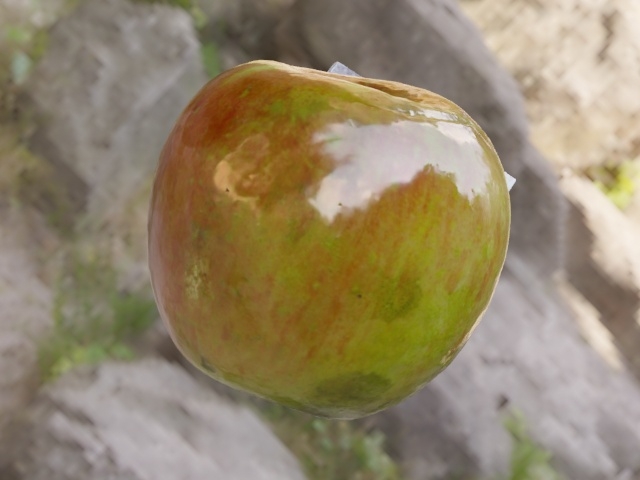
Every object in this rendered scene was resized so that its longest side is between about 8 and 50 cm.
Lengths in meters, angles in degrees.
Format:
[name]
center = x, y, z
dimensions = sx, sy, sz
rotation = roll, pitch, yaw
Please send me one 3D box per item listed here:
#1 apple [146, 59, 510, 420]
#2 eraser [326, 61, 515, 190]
[apple]
center = 0.000, 0.000, 1.327
dimensions = 0.246, 0.226, 0.246
rotation = 14, 7, -2
[eraser]
center = 0.076, -0.079, 1.916
dimensions = 0.212, 0.046, 0.092
rotation = 34, 52, 4
